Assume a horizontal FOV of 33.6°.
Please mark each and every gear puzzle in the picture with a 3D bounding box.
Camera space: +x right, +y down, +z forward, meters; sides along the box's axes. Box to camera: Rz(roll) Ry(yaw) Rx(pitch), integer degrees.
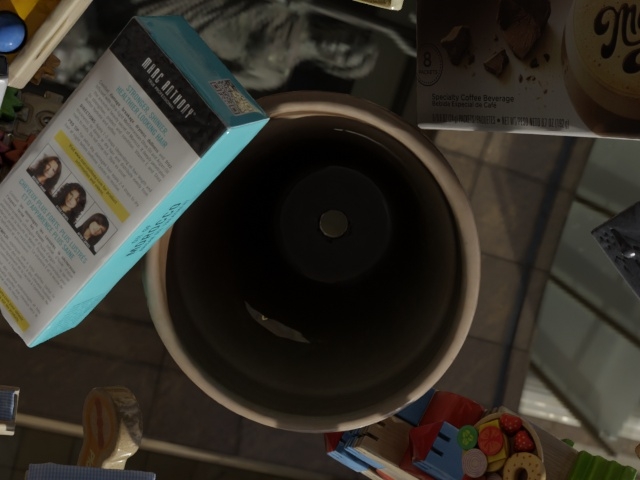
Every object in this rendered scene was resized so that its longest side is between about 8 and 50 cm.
[{"bbox_3d":[-0.370,-0.142,1.297,0.044,0.175,0.339,128,-28,-45],"label":"gear puzzle"}]

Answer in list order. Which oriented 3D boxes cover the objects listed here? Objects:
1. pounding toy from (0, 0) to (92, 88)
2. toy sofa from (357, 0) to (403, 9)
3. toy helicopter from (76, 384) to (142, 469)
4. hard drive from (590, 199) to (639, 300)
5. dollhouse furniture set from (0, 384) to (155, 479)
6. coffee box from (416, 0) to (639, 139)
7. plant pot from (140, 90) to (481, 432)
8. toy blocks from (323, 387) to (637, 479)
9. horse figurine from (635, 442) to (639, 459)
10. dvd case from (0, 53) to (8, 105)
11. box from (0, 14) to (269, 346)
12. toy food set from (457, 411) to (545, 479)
[{"bbox_3d":[-0.275,-0.228,0.914,0.141,0.130,0.100,-51,-171,1],"label":"pounding toy"},{"bbox_3d":[-0.089,-0.291,0.872,0.150,0.362,0.177,27,-64,44],"label":"toy sofa"},{"bbox_3d":[-0.261,0.329,1.202,0.235,0.140,0.355,41,-58,43],"label":"toy helicopter"},{"bbox_3d":[0.361,0.060,0.923,0.054,0.255,0.172,-36,174,-17],"label":"hard drive"},{"bbox_3d":[-0.251,0.224,0.942,0.198,0.303,0.287,121,-26,-53],"label":"dollhouse furniture set"},{"bbox_3d":[0.213,-0.162,0.772,0.297,0.118,0.168,12,-73,49],"label":"coffee box"},{"bbox_3d":[0.000,0.000,0.900,0.229,0.263,0.263,-66,176,-78],"label":"plant pot"},{"bbox_3d":[0.151,0.253,1.231,0.191,0.260,0.381,-60,-177,-18],"label":"toy blocks"},{"bbox_3d":[0.262,0.230,0.710,0.174,0.066,0.263,-119,-154,-45],"label":"horse figurine"},{"bbox_3d":[-0.344,-0.069,0.699,0.179,0.238,0.030,-54,-139,46],"label":"dvd case"},{"bbox_3d":[-0.154,-0.039,0.750,0.244,0.100,0.060,-43,173,26],"label":"box"},{"bbox_3d":[0.156,0.192,0.923,0.082,0.020,0.083,-27,-119,32],"label":"toy food set"}]
